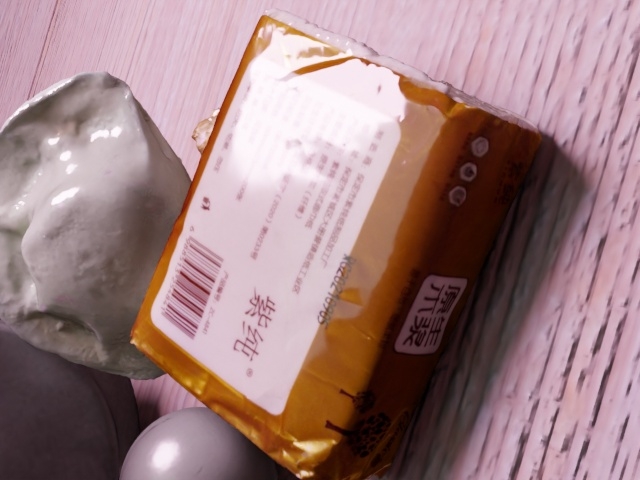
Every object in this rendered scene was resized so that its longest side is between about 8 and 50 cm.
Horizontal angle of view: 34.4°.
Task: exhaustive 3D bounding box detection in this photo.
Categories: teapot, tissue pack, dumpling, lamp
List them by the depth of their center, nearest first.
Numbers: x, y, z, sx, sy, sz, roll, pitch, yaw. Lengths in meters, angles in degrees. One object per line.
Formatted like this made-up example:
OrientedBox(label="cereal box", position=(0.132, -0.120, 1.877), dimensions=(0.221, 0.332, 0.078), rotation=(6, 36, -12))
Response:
OrientedBox(label="tissue pack", position=(0.000, 0.000, 0.598), dimensions=(0.183, 0.092, 0.226), rotation=(31, 101, 34))
OrientedBox(label="lamp", position=(-0.077, 0.159, 0.662), dimensions=(0.105, 0.105, 0.105), rotation=(-27, 55, 47))
OrientedBox(label="dumpling", position=(-0.146, 0.001, 0.684), dimensions=(0.108, 0.153, 0.219), rotation=(18, 125, 62))
OrientedBox(label="teapot", position=(-0.360, 0.172, 0.868), dimensions=(0.376, 0.305, 0.362), rotation=(-37, 19, -17))

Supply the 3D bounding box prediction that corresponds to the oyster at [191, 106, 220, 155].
OrientedBox(label="oyster", position=(-0.050, -0.031, 0.730), dimensions=(0.191, 0.081, 0.163), rotation=(-57, 41, 28))
